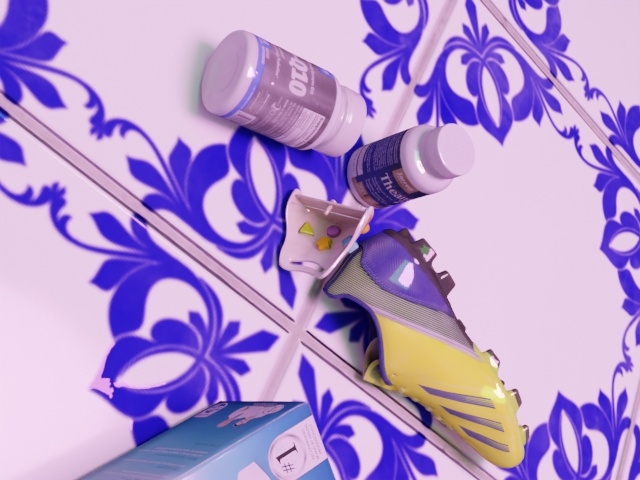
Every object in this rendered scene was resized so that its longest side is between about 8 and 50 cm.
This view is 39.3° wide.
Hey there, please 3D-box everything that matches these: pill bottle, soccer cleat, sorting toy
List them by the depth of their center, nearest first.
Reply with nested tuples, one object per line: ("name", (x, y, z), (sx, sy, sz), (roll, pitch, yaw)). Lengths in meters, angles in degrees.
("pill bottle", (-0.030, -0.127, 0.805), (0.137, 0.078, 0.078), (19, 69, -35))
("sorting toy", (0.000, 0.000, 0.815), (0.075, 0.083, 0.045), (-58, 146, -27))
("pill bottle", (0.087, -0.073, 0.861), (0.067, 0.120, 0.067), (10, 74, -37))
("soccer cleat", (0.103, 0.121, 0.874), (0.121, 0.093, 0.289), (-35, 110, -7))

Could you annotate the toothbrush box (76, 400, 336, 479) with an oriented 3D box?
("toothbrush box", (-0.113, 0.270, 0.622), (0.296, 0.126, 0.216), (-26, 98, -40))
